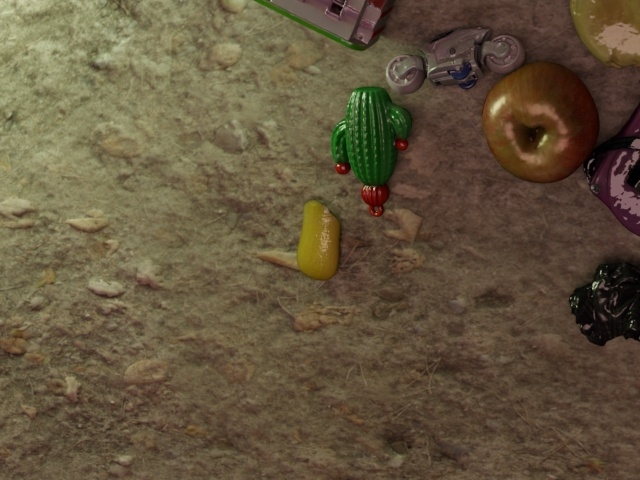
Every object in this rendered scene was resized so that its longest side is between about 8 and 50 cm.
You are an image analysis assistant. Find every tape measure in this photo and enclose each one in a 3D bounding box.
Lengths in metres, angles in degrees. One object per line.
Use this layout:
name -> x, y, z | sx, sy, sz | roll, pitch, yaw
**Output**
tape measure -> 0.587, -0.120, 1.794 | 0.245, 0.149, 0.231 | 30, 112, 7

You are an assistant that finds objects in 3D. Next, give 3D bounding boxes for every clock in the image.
clock -> 0.047, -0.527, 1.837 | 0.235, 0.166, 0.309 | 28, 120, 8

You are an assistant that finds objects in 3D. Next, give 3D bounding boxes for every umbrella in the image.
umbrella -> 0.616, 0.093, 1.868 | 0.337, 0.128, 0.154 | -15, 97, 18

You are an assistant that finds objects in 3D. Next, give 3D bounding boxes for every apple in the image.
apple -> 0.382, -0.207, 1.826 | 0.210, 0.164, 0.209 | 8, 113, 18

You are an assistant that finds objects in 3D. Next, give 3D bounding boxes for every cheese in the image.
cheese -> 0.529, -0.395, 1.750 | 0.214, 0.117, 0.225 | -9, 108, 26

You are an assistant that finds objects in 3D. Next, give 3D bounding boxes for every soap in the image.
soap -> 0.000, 0.000, 2.084 | 0.089, 0.033, 0.168 | 14, 110, 11

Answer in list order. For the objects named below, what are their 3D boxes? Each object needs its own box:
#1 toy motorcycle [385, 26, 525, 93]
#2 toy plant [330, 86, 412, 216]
toy motorcycle -> 0.240, -0.329, 1.880 | 0.254, 0.112, 0.112 | -8, 104, 19
toy plant -> 0.088, -0.175, 1.976 | 0.155, 0.088, 0.240 | 32, 125, 19
